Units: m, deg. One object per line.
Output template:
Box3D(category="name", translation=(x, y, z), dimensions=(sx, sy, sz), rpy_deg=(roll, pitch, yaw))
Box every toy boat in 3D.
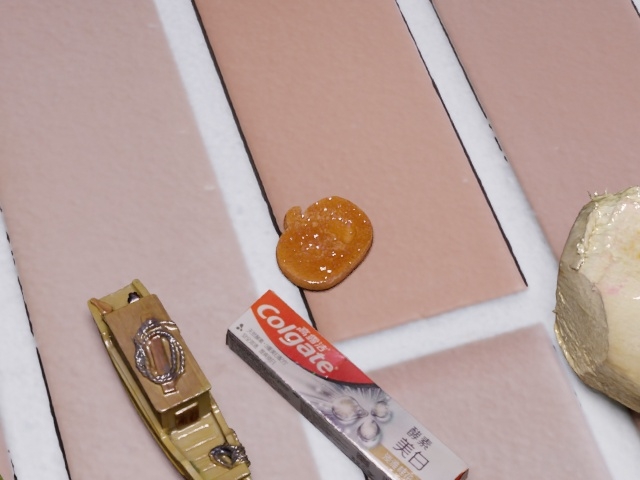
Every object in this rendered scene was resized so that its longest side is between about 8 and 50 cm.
Box3D(category="toy boat", translation=(-0.117, 0.112, 1.055), dimensions=(0.057, 0.077, 0.200), rpy_deg=(-26, 65, -18))

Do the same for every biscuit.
Box3D(category="biscuit", translation=(0.000, 0.000, 1.161), dimensions=(0.078, 0.015, 0.091), rpy_deg=(40, 65, 20))

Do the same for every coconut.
Box3D(category="coconut", translation=(0.281, 0.051, 1.059), dimensions=(0.194, 0.194, 0.194), rpy_deg=(1, 60, -2))

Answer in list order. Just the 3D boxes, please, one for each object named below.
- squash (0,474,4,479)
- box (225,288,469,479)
Box3D(category="squash", translation=(-0.297, 0.165, 1.012), dimensions=(0.188, 0.095, 0.095), rpy_deg=(37, 65, 12))
Box3D(category="box", translation=(0.019, 0.128, 1.074), dimensions=(0.218, 0.039, 0.055), rpy_deg=(42, 67, 19))
